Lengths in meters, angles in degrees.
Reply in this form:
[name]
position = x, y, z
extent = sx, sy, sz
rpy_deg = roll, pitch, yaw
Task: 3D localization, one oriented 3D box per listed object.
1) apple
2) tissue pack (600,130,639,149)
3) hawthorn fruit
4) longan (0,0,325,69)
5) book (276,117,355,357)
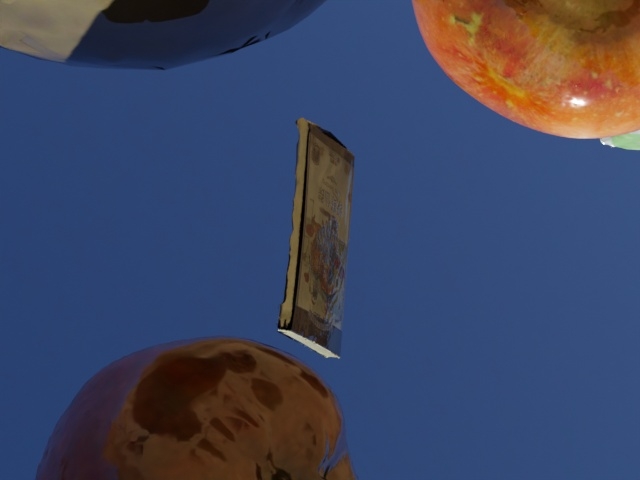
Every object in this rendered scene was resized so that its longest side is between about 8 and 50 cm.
[apple]
position = 0.117, -0.129, 0.859
extent = 0.163, 0.163, 0.139
rpy_deg = 43, -175, -2
[tissue pack]
position = 0.327, -0.170, 1.444
extent = 0.145, 0.229, 0.159
rpy_deg = 5, -103, -16
[hawthorn fruit]
position = -0.081, 0.160, 1.025
extent = 0.199, 0.251, 0.199
rpy_deg = 8, -105, -32
[longan]
position = -0.120, -0.272, 0.974
extent = 0.391, 0.391, 0.391
rpy_deg = 29, -145, -23
[book]
position = 0.001, 0.000, 1.973
extent = 0.157, 0.026, 0.231
rpy_deg = 34, -121, -66
